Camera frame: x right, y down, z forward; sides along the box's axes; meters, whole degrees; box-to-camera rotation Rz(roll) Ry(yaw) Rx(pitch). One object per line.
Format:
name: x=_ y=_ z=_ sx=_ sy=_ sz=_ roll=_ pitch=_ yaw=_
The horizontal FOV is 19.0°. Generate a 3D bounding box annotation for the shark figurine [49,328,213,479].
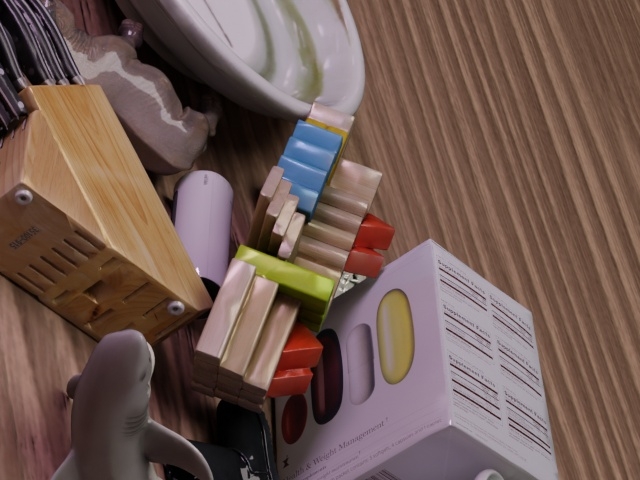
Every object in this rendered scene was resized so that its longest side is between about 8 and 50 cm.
shark figurine: x=-0.145 y=0.201 z=1.399 sx=0.116 sy=0.166 sz=0.278 roll=-34 pitch=109 yaw=-36

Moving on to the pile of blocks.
pile of blocks: x=0.000 y=0.000 z=1.613 sx=0.113 sy=0.149 sz=0.362 roll=20 pitch=45 yaw=2

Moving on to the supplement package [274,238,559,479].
supplement package: x=0.077 y=0.149 z=1.650 sx=0.149 sy=0.194 sz=0.203 roll=35 pitch=35 yaw=-34

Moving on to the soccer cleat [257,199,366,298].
soccer cleat: x=0.012 y=0.015 z=1.807 sx=0.068 sy=0.076 sz=0.196 roll=-15 pitch=74 yaw=-60

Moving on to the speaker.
speaker: x=-0.105 y=0.004 z=1.664 sx=0.055 sy=0.055 sz=0.136 roll=37 pitch=35 yaw=-31

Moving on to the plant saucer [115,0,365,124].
plant saucer: x=-0.115 y=-0.262 z=1.852 sx=0.400 sy=0.100 sz=0.400 roll=42 pitch=28 yaw=-29

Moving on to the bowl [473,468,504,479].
bowl: x=0.089 y=0.333 z=1.493 sx=0.298 sy=0.134 sz=0.298 roll=-7 pitch=90 yaw=-75

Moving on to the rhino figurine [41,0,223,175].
rhino figurine: x=-0.189 y=-0.149 z=1.675 sx=0.243 sy=0.073 sz=0.106 roll=41 pitch=30 yaw=-23

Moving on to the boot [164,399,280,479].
boot: x=-0.084 y=0.173 z=1.543 sx=0.099 sy=0.045 sz=0.121 roll=12 pitch=50 yaw=-46

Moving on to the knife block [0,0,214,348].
knife block: x=-0.206 y=-0.069 z=1.550 sx=0.276 sy=0.088 sz=0.242 roll=38 pitch=34 yaw=-29
